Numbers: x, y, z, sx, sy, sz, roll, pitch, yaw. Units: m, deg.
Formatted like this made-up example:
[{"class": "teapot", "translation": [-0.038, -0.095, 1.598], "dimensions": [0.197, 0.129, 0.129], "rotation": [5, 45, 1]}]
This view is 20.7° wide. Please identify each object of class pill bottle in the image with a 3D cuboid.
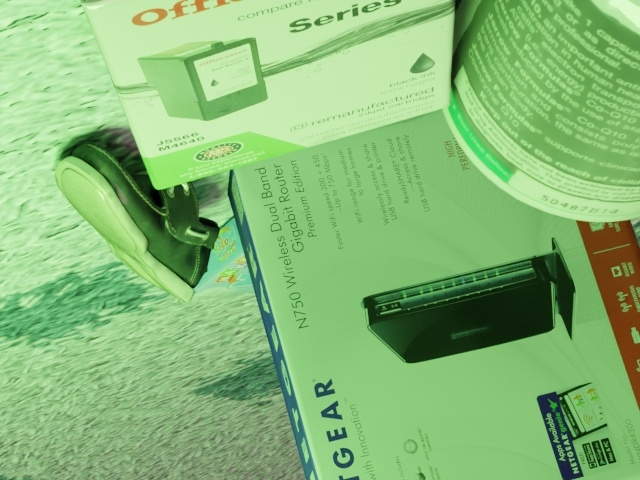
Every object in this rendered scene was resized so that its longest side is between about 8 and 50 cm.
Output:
[{"class": "pill bottle", "translation": [0.200, -0.163, 1.002], "dimensions": [0.204, 0.204, 0.361], "rotation": [-12, 163, -14]}]

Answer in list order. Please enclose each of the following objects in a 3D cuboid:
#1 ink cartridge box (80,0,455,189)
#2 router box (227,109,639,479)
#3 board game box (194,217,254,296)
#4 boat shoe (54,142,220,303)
[{"class": "ink cartridge box", "translation": [-0.032, -0.147, 0.987], "dimensions": [0.198, 0.115, 0.273], "rotation": [-16, 162, -2]}, {"class": "router box", "translation": [0.111, 0.065, 1.394], "dimensions": [0.301, 0.335, 0.082], "rotation": [-14, 163, -10]}, {"class": "board game box", "translation": [0.000, 0.000, 1.587], "dimensions": [0.211, 0.039, 0.160], "rotation": [-3, 158, -35]}, {"class": "boat shoe", "translation": [-0.138, -0.027, 1.357], "dimensions": [0.079, 0.084, 0.233], "rotation": [-54, 156, -9]}]
